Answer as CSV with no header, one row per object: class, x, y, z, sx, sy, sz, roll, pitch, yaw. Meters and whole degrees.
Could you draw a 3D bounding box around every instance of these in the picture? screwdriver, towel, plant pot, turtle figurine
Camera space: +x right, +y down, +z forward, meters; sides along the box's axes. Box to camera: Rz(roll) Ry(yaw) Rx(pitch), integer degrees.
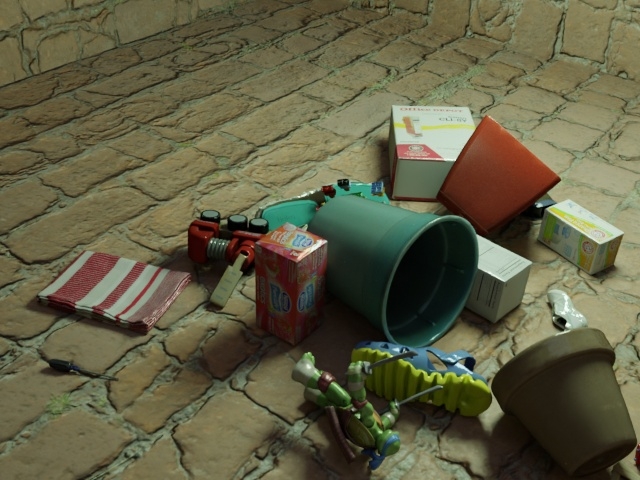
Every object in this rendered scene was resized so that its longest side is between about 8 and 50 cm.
screwdriver,-0.537,0.299,1.682,0.170,0.025,0.024,16,36,4
towel,-0.532,0.120,1.914,0.329,0.037,0.237,12,36,15
plant pot,0.477,-0.157,2.098,0.267,0.267,0.235,42,90,6
plant pot,0.515,0.340,1.493,0.263,0.263,0.229,-11,52,-17
turtle figurine,0.093,0.310,1.545,0.266,0.274,0.198,24,6,34
plant pot,0.150,0.051,1.820,0.341,0.341,0.334,-28,37,-35

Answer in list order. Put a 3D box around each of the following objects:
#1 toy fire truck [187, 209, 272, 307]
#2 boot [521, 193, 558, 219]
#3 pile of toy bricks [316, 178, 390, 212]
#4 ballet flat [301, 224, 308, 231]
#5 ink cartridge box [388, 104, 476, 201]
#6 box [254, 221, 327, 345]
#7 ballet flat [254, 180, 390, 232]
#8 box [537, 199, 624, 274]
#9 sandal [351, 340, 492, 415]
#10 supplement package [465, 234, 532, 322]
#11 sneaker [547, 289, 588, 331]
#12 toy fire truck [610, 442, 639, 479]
toy fire truck,-0.263,0.046,1.960,0.217,0.158,0.246,10,26,11
boot,0.626,-0.111,2.255,0.219,0.082,0.106,-15,36,-26
pile of toy bricks,0.102,-0.100,2.055,0.212,0.105,0.118,-6,63,22
ballet flat,0.000,0.000,2.046,0.316,0.106,0.107,-15,39,-22
ink cartridge box,0.370,-0.294,2.431,0.279,0.160,0.384,2,35,0
box,-0.072,0.105,1.765,0.128,0.256,0.123,24,40,28
ballet flat,-0.005,-0.085,2.149,0.409,0.147,0.147,-9,37,-16
box,0.734,-0.012,2.092,0.103,0.114,0.203,-20,42,-27
sandal,0.225,0.289,1.649,0.318,0.126,0.138,16,34,5
supplement package,0.399,0.082,1.921,0.244,0.133,0.139,31,41,34
sneaker,0.612,0.178,1.870,0.061,0.053,0.152,-11,38,-13
toy fire truck,0.629,0.473,1.459,0.135,0.047,0.192,7,35,10
